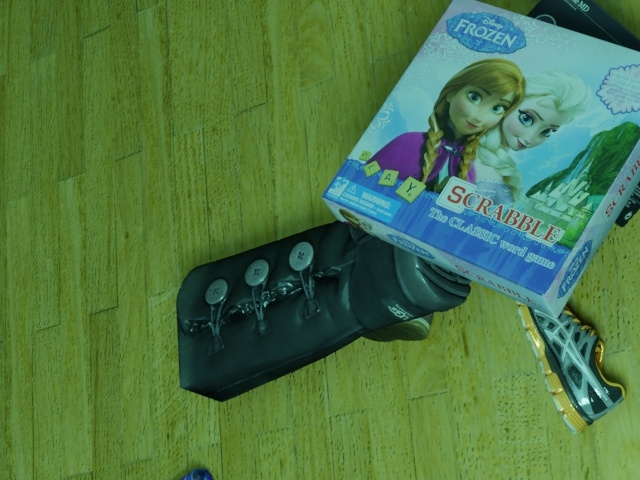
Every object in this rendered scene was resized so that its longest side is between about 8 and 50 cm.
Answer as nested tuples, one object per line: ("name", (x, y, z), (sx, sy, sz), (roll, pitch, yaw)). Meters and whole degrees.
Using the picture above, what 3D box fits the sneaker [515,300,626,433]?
("sneaker", (0.298, 0.124, 1.592), (0.083, 0.084, 0.215), (-25, 65, 12))

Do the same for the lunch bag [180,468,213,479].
("lunch bag", (-0.206, 0.471, 1.813), (0.221, 0.138, 0.293), (-47, 46, 18))

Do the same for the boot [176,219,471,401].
("boot", (-0.001, 0.001, 1.791), (0.445, 0.146, 0.367), (-27, 39, 39))

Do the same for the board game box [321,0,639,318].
("board game box", (0.214, -0.110, 1.537), (0.318, 0.066, 0.318), (25, 74, 33))

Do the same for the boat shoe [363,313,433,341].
("boat shoe", (0.093, 0.103, 1.755), (0.152, 0.056, 0.049), (4, 50, 45))

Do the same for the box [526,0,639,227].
("box", (0.339, -0.175, 1.636), (0.184, 0.103, 0.261), (-47, 55, 11))
